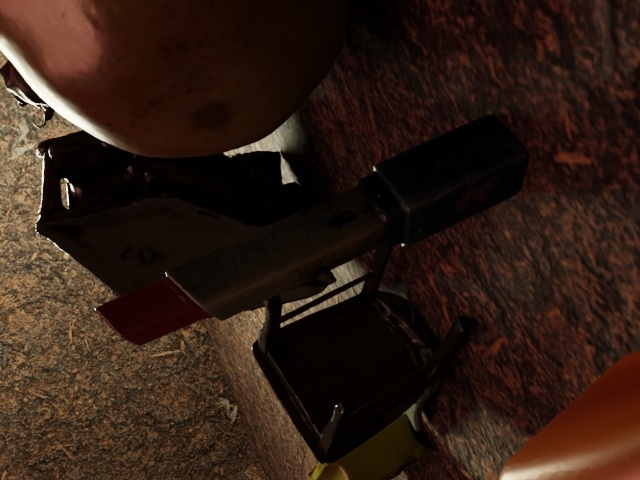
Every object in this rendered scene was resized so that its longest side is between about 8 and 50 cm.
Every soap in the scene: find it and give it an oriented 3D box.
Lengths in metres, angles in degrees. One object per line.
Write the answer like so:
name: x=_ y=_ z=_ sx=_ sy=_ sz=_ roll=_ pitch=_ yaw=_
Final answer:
soap: x=0.062 y=0.311 z=1.173 sx=0.076 sy=0.135 sz=0.233 roll=60 pitch=164 yaw=18

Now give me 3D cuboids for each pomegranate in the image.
pomegranate: x=-0.148 y=-0.218 z=0.692 sx=0.338 sy=0.338 sz=0.338 roll=56 pitch=162 yaw=29

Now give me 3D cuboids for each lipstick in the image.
lipstick: x=0.000 y=0.000 z=0.582 sx=0.051 sy=0.312 sz=0.051 roll=56 pitch=163 yaw=29

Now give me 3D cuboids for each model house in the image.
model house: x=-0.167 y=-0.082 z=1.073 sx=0.297 sy=0.317 sz=0.283 roll=76 pitch=-179 yaw=-50

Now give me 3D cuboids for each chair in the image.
chair: x=0.036 y=0.140 z=0.928 sx=0.160 sy=0.186 sz=0.319 roll=53 pitch=159 yaw=21

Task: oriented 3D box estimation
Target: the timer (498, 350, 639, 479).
timer: x=0.251 y=0.179 z=0.435 sx=0.257 sy=0.161 sz=0.250 roll=63 pitch=149 yaw=8
